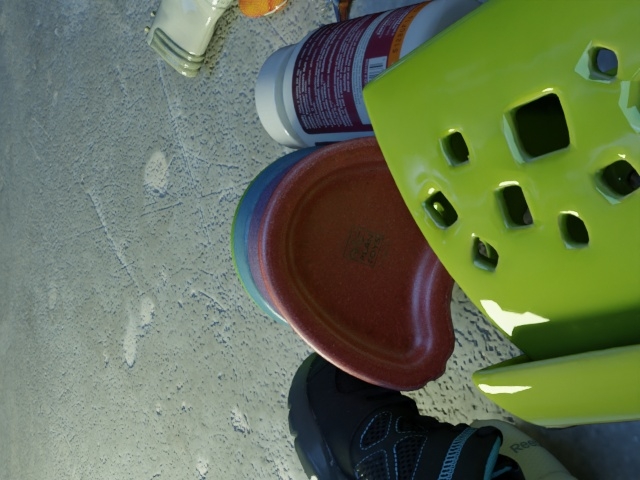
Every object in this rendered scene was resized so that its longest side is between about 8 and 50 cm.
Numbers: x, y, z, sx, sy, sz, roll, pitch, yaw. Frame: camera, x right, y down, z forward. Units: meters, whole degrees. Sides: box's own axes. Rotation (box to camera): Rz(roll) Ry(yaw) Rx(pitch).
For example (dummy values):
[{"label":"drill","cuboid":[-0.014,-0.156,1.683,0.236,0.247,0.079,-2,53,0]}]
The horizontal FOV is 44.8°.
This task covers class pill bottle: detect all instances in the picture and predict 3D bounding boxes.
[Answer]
[{"label":"pill bottle","cuboid":[0.045,-0.130,0.661,0.221,0.121,0.121,8,96,52]}]

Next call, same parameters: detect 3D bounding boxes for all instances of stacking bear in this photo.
[{"label":"stacking bear","cuboid":[0.000,0.000,0.666,0.289,0.164,0.175,-171,100,-75]}]

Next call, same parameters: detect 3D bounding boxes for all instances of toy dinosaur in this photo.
[{"label":"toy dinosaur","cuboid":[0.017,-0.246,0.766,0.090,0.047,0.082,-10,100,42]}]

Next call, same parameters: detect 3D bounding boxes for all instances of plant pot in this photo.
[{"label":"plant pot","cuboid":[0.191,-0.028,0.396,0.227,0.228,0.207,-23,78,50]}]

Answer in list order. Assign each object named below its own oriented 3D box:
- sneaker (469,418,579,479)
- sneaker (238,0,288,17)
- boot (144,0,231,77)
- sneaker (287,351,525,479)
[{"label":"sneaker","cuboid":[0.116,0.272,0.607,0.297,0.111,0.129,-65,32,20]},{"label":"sneaker","cuboid":[-0.047,-0.298,0.825,0.175,0.067,0.064,-31,68,50]},{"label":"boot","cuboid":[-0.180,-0.331,0.991,0.213,0.077,0.165,60,135,29]},{"label":"sneaker","cuboid":[0.072,0.173,0.540,0.140,0.125,0.341,-36,29,6]}]
